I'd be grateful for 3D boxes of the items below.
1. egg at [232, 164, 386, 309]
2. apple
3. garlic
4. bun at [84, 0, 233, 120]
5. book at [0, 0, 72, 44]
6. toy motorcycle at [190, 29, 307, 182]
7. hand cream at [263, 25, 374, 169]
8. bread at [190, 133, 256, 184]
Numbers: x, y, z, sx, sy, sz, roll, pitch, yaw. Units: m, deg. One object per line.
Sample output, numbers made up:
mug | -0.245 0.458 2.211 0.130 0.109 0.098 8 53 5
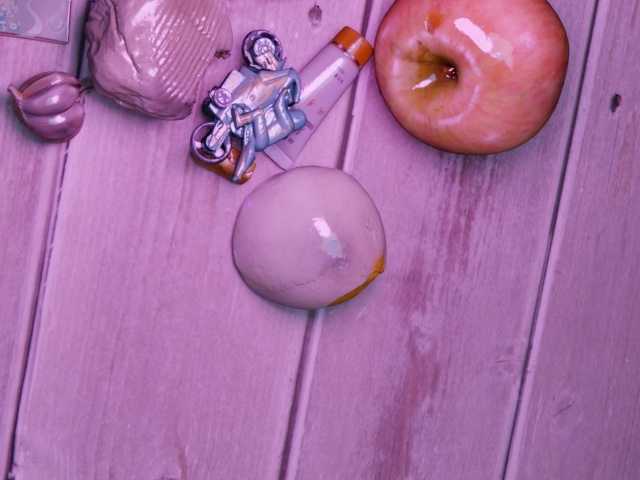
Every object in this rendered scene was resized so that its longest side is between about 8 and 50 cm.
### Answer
egg | 0.000 0.000 1.691 0.337 0.201 0.337 -2 96 -20
apple | 0.317 -0.368 1.675 0.346 0.391 0.391 -32 108 -41
garlic | -0.476 -0.258 1.542 0.194 0.127 0.131 -24 148 -32
bun | -0.317 -0.371 1.523 0.281 0.204 0.282 -34 131 -50
book | -0.546 -0.495 1.531 0.162 0.022 0.232 4 96 -20
toy motorcycle | -0.130 -0.257 1.620 0.198 0.109 0.296 36 78 -15
hand cream | -0.024 -0.308 1.713 0.139 0.089 0.314 38 93 -25
bread | -0.198 -0.164 1.668 0.132 0.074 0.053 32 69 -21
